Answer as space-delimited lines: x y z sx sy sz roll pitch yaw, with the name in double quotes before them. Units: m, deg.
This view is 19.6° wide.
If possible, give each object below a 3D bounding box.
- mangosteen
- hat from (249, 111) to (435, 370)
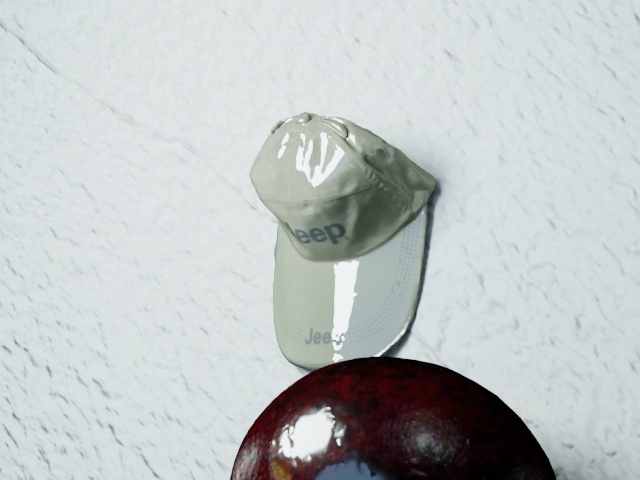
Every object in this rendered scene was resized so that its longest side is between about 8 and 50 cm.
"mangosteen" 0.057 0.271 1.671 0.307 0.307 0.347 -17 33 33
"hat" 0.000 0.000 1.943 0.214 0.149 0.244 -9 59 36
